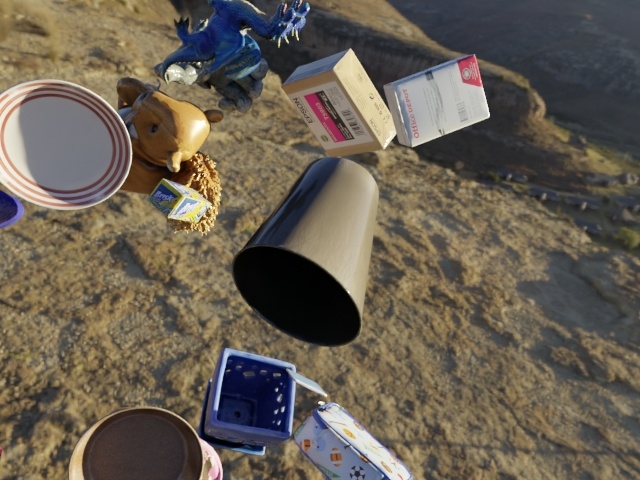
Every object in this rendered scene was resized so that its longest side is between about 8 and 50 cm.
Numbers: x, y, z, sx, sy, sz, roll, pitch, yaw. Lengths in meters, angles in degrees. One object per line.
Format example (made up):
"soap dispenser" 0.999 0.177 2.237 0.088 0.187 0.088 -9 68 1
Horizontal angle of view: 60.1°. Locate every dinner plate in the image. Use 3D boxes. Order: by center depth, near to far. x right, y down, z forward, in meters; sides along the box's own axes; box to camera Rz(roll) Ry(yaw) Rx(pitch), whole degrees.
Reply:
"dinner plate" -0.268 -0.097 0.568 0.141 0.141 0.017 4 31 -18

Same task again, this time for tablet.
"tablet" -0.022 0.206 0.803 0.054 0.006 0.083 28 -7 -8

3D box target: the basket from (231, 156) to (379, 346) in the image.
"basket" 0.000 0.000 0.783 0.154 0.204 0.226 -17 35 35

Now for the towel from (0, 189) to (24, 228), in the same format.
"towel" -0.544 -0.033 0.699 0.228 0.076 0.308 -27 0 -12

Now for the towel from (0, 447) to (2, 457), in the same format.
"towel" -0.774 0.465 1.063 0.275 0.198 0.031 8 36 -30

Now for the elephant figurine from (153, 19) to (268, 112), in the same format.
"elephant figurine" -0.249 -0.397 1.228 0.240 0.169 0.186 19 6 -33

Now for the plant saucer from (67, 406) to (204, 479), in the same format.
"plant saucer" -0.284 0.346 0.863 0.199 0.198 0.036 6 7 -15

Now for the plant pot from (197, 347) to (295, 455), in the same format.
"plant pot" -0.222 0.481 1.601 0.236 0.212 0.235 18 45 -18

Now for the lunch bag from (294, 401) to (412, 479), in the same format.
"lunch bag" 0.083 0.531 1.383 0.303 0.115 0.243 40 4 21

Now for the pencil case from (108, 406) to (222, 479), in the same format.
"pencil case" -0.379 0.490 1.260 0.160 0.167 0.386 23 -15 -36

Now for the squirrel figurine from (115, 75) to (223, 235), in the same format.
"squirrel figurine" -0.362 -0.212 1.343 0.371 0.397 0.281 -1 44 46

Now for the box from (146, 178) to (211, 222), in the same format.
"box" -0.281 -0.077 1.113 0.059 0.054 0.169 38 3 5

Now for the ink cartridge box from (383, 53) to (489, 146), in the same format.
"ink cartridge box" 0.194 -0.236 0.937 0.151 0.109 0.063 -21 19 -6

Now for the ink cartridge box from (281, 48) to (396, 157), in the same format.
"ink cartridge box" 0.047 -0.321 1.335 0.193 0.234 0.088 -2 46 48

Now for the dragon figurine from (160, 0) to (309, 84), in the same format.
"dragon figurine" -0.154 -0.312 0.892 0.144 0.289 0.085 56 23 5
